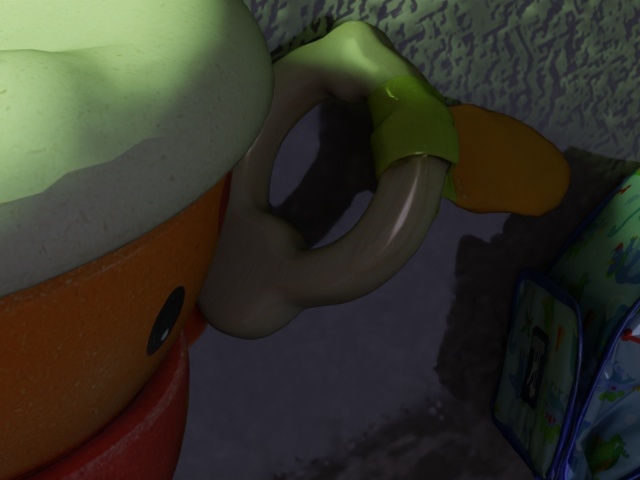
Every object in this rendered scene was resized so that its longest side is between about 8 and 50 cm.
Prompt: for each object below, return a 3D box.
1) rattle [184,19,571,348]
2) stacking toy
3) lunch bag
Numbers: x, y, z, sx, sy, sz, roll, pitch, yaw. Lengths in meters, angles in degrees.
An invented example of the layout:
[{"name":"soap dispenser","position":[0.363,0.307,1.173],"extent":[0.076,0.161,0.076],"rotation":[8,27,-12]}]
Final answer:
[{"name":"rattle","position":[0.000,0.000,0.934],"extent":[0.130,0.142,0.200],"rotation":[45,107,20]},{"name":"stacking toy","position":[-0.179,0.121,0.834],"extent":[0.350,0.351,0.480],"rotation":[-8,118,-7]},{"name":"lunch bag","position":[0.144,0.047,0.910],"extent":[0.096,0.129,0.151],"rotation":[40,93,-11]}]
